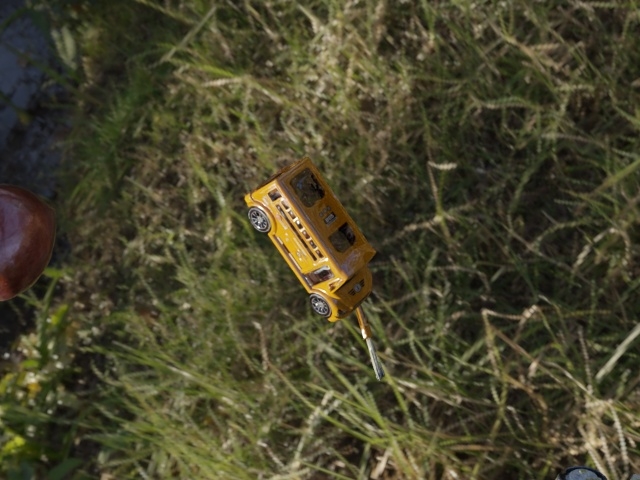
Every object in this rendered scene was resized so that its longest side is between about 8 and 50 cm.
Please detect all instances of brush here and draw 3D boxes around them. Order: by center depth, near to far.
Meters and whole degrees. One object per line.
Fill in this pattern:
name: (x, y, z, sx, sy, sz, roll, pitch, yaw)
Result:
brush: (0.038, 0.044, 1.303, 0.017, 0.314, 0.090, -17, 9, 0)

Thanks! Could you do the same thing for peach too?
peach: (-0.397, 0.002, 1.151, 0.152, 0.152, 0.152, -18, 58, 30)

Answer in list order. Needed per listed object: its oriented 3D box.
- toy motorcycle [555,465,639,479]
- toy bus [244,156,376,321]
toy motorcycle: (0.355, 0.316, 1.014, 0.228, 0.151, 0.074, 13, 113, 37)
toy bus: (0.000, 0.000, 1.105, 0.083, 0.194, 0.088, -41, 10, -37)
